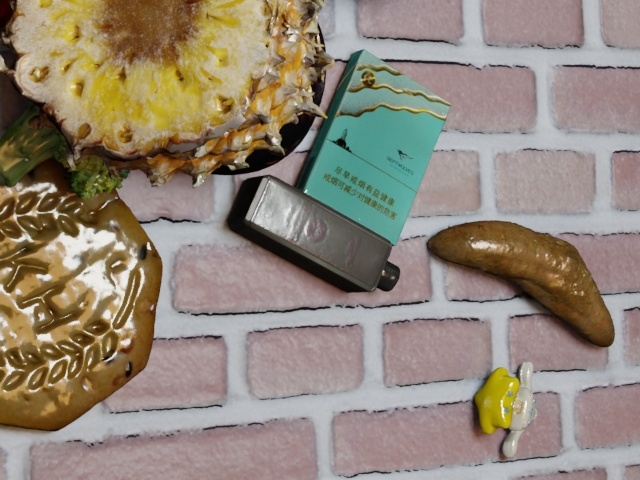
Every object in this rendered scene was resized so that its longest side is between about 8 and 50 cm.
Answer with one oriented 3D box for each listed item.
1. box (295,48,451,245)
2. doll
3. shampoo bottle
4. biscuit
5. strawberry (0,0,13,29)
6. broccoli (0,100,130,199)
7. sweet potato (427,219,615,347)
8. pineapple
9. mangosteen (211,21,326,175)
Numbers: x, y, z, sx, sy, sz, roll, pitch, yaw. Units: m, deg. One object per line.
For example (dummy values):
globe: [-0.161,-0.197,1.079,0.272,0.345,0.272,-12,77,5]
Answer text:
box: [0.075,-0.127,1.951,0.162,0.041,0.229,29,73,-23]
doll: [0.272,0.247,2.032,0.113,0.071,0.135,-9,98,-44]
shampoo bottle: [0.000,0.000,1.893,0.246,0.079,0.080,28,77,-22]
biscuit: [-0.361,0.061,1.739,0.359,0.046,0.359,1,87,-27]
strawberry: [-0.374,-0.385,1.580,0.317,0.345,0.295,-6,86,-22]
broccoli: [-0.321,-0.135,1.700,0.194,0.194,0.220,-45,119,-20]
sweet potato: [0.320,0.044,2.043,0.341,0.092,0.114,29,101,-22]
pineapple: [-0.145,-0.221,1.479,0.352,0.300,0.352,1,95,14]
mangosteen: [-0.101,-0.227,1.780,0.302,0.275,0.275,-30,103,-58]
